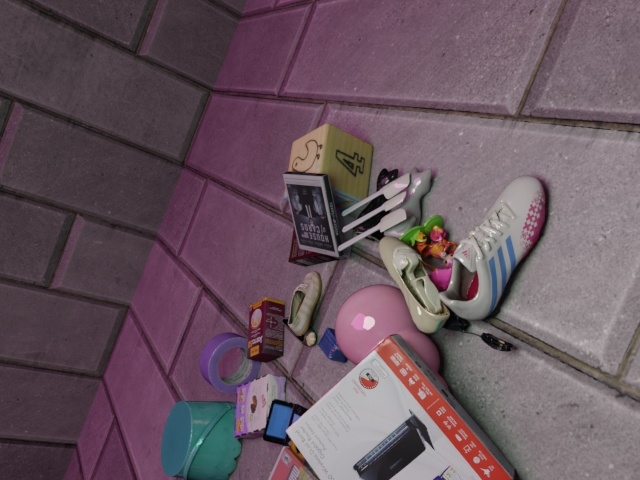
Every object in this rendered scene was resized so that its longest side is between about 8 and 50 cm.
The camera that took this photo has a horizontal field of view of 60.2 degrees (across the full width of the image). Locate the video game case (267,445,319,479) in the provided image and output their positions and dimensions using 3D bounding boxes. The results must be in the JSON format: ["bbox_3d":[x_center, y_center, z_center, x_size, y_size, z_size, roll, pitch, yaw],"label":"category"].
[{"bbox_3d":[-0.052,0.696,1.402,0.285,0.025,0.204,29,96,48],"label":"video game case"}]

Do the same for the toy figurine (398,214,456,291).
[{"bbox_3d":[0.276,0.045,1.293,0.173,0.130,0.159,-43,49,-3],"label":"toy figurine"}]

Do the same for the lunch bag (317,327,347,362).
[{"bbox_3d":[0.045,0.285,1.513,0.098,0.067,0.065,41,108,54],"label":"lunch bag"}]

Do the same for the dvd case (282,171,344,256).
[{"bbox_3d":[-0.021,-0.077,1.574,0.179,0.029,0.239,11,119,48],"label":"dvd case"}]

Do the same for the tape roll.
[{"bbox_3d":[-0.302,0.408,1.845,0.080,0.189,0.189,7,79,56],"label":"tape roll"}]

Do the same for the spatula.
[{"bbox_3d":[0.138,-0.071,1.456,0.242,0.019,0.168,-30,41,40],"label":"spatula"}]

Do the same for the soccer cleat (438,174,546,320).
[{"bbox_3d":[0.353,0.008,1.135,0.116,0.143,0.331,25,93,57],"label":"soccer cleat"}]

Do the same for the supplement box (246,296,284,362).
[{"bbox_3d":[-0.180,0.296,1.825,0.104,0.080,0.188,-31,50,44],"label":"supplement box"}]

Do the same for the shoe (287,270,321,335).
[{"bbox_3d":[-0.050,0.182,1.688,0.076,0.058,0.219,-20,44,41],"label":"shoe"}]

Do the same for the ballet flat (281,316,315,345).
[{"bbox_3d":[-0.066,0.282,1.695,0.173,0.049,0.058,21,92,57],"label":"ballet flat"}]

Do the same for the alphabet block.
[{"bbox_3d":[0.026,-0.209,1.688,0.192,0.193,0.197,-16,60,49],"label":"alphabet block"}]

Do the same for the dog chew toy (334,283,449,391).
[{"bbox_3d":[0.168,0.261,1.233,0.207,0.206,0.332,-50,51,28],"label":"dog chew toy"}]

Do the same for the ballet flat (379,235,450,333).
[{"bbox_3d":[0.206,0.079,1.201,0.086,0.086,0.249,-44,60,35],"label":"ballet flat"}]

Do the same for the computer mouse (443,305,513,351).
[{"bbox_3d":[0.311,0.181,1.175,0.242,0.071,0.041,19,96,56],"label":"computer mouse"}]

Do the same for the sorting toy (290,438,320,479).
[{"bbox_3d":[-0.048,0.694,1.457,0.196,0.047,0.348,-6,71,47],"label":"sorting toy"}]

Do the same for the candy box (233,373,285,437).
[{"bbox_3d":[-0.190,0.524,1.731,0.196,0.070,0.165,-32,48,45],"label":"candy box"}]

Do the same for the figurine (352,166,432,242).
[{"bbox_3d":[0.201,-0.100,1.478,0.214,0.092,0.210,8,76,56],"label":"figurine"}]

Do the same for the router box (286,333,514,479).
[{"bbox_3d":[0.148,0.409,1.079,0.301,0.082,0.335,-45,71,11],"label":"router box"}]

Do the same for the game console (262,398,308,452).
[{"bbox_3d":[-0.098,0.531,1.586,0.107,0.071,0.122,3,77,53],"label":"game console"}]

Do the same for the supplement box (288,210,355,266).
[{"bbox_3d":[0.000,0.000,1.724,0.239,0.073,0.130,-13,63,52],"label":"supplement box"}]

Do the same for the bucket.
[{"bbox_3d":[-0.405,0.674,1.862,0.281,0.183,0.281,-30,51,46],"label":"bucket"}]
